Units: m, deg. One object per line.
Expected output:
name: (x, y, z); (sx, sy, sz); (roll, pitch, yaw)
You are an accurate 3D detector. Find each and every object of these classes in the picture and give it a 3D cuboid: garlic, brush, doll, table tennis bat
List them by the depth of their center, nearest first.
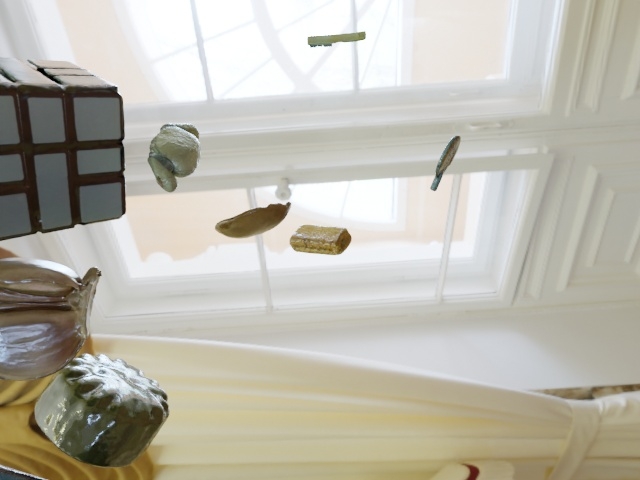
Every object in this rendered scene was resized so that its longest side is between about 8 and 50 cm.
garlic: (-0.595, 0.152, 0.891); (0.237, 0.292, 0.210); (107, 150, -49)
doll: (-0.309, -0.190, 0.940); (0.072, 0.104, 0.213); (-38, 36, 37)
table tennis bat: (0.316, -0.195, 1.121); (0.100, 0.019, 0.155); (-30, -34, -50)
brush: (0.048, -0.592, 1.304); (0.030, 0.179, 0.033); (65, -151, -63)

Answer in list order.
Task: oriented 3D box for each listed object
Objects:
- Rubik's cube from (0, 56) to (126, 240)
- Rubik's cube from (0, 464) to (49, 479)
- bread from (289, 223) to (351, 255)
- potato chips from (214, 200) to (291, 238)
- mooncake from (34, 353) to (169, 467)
Rubik's cube: (-0.581, -0.193, 0.871); (0.289, 0.284, 0.293); (30, 125, 37)
Rubik's cube: (-0.934, 0.863, 1.311); (0.310, 0.307, 0.305); (-40, 24, 50)
bread: (0.000, 0.000, 1.548); (0.114, 0.211, 0.083); (-50, -47, -42)
potato chips: (-0.172, -0.046, 1.164); (0.195, 0.208, 0.061); (155, 99, -70)
mooncake: (-0.640, 0.491, 1.322); (0.194, 0.357, 0.356); (-55, -4, -5)
